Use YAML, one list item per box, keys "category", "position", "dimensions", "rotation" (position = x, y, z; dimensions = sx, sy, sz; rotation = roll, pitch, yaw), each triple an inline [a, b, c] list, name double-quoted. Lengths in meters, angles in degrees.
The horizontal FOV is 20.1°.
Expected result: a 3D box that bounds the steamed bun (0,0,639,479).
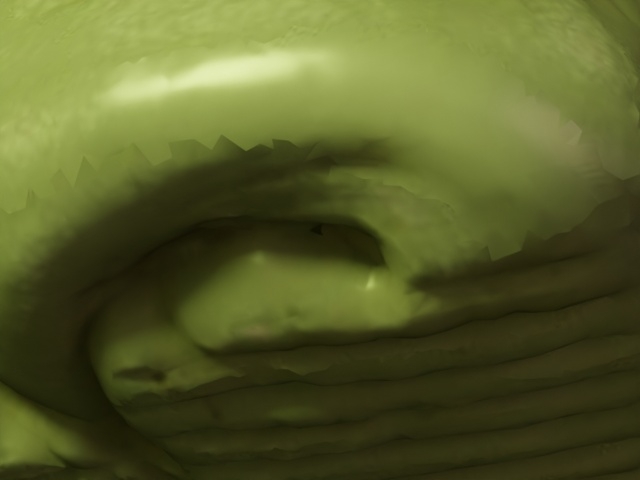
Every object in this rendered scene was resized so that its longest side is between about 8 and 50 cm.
- category: "steamed bun"
  position: [0.000, 0.000, 0.606]
  dimensions: [0.367, 0.342, 0.255]
  rotation: [52, 35, -44]
